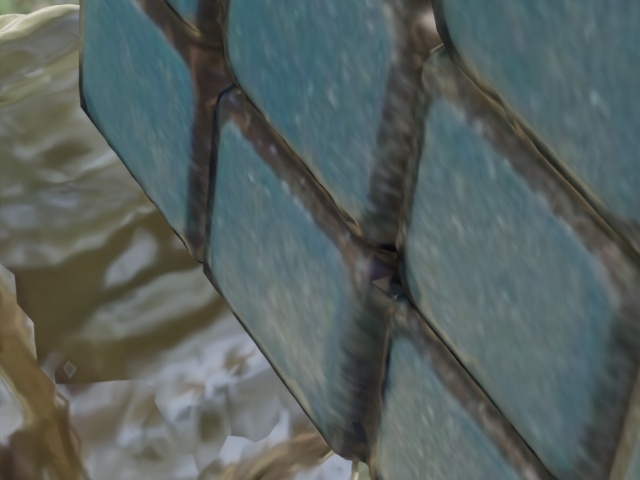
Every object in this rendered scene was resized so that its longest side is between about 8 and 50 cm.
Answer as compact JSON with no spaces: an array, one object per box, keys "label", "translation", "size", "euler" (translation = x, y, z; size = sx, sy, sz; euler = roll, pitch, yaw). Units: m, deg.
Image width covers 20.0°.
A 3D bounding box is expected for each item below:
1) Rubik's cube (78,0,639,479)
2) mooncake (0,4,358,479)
[{"label":"Rubik's cube","translation":[0.158,-0.099,0.440],"size":[0.344,0.344,0.337],"euler":[-21,51,-25]},{"label":"mooncake","translation":[-0.147,0.058,0.878],"size":[0.187,0.324,0.324],"euler":[-24,65,-35]}]
